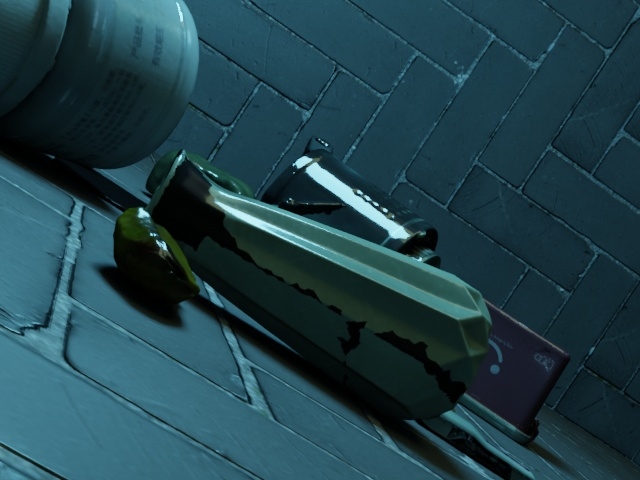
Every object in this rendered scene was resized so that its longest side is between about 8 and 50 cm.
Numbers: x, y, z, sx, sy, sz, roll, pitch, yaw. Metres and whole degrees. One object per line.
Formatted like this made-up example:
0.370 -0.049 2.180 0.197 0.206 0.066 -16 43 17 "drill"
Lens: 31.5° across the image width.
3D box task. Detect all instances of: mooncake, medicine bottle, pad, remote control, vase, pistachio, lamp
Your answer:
-0.193 -0.076 1.831 0.175 0.104 0.168 29 9 -26 "mooncake"
-0.320 -0.230 1.303 0.306 0.245 0.245 19 12 -48 "medicine bottle"
-0.199 -0.014 1.528 0.367 0.007 0.247 34 1 -11 "pad"
0.174 0.228 1.295 0.166 0.029 0.065 34 1 -7 "remote control"
-0.010 0.046 1.136 0.360 0.165 0.165 28 3 -10 "vase"
-0.146 0.015 0.963 0.089 0.049 0.173 56 -4 -9 "pistachio"
0.036 0.013 1.609 0.272 0.205 0.374 32 18 1 "lamp"

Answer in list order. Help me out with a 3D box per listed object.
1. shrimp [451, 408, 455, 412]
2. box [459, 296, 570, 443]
0.101 0.177 1.419 0.095 0.045 0.162 2 30 -45 "shrimp"
0.268 0.189 1.886 0.294 0.167 0.193 34 0 11 "box"
